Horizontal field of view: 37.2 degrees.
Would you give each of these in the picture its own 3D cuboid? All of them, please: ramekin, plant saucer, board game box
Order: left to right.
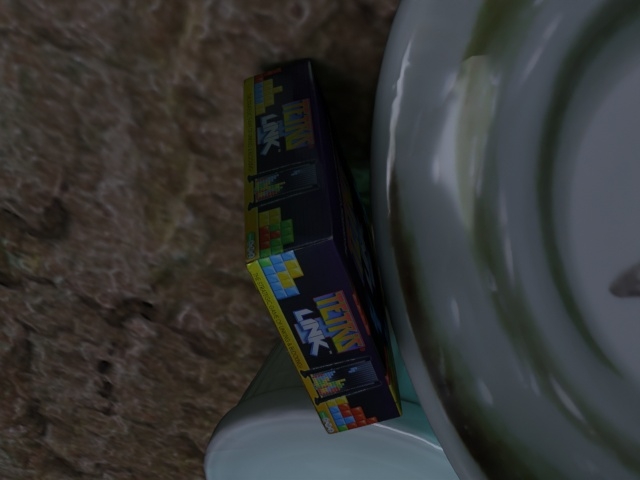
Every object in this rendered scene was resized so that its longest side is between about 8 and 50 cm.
[{"bbox_3d":[0.000,0.000,0.551,0.048,0.170,0.141,-15,130,7],"label":"board game box"},{"bbox_3d":[0.055,0.166,0.737,0.272,0.127,0.273,13,138,12],"label":"ramekin"},{"bbox_3d":[0.174,0.004,0.425,0.400,0.100,0.401,29,126,50],"label":"plant saucer"}]
